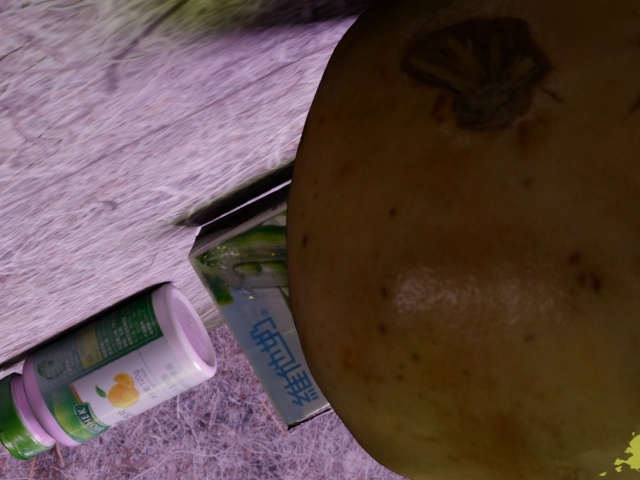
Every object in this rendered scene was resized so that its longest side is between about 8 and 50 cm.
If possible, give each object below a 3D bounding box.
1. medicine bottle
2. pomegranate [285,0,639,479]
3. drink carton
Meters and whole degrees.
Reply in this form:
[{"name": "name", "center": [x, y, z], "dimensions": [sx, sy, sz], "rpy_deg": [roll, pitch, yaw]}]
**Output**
[{"name": "medicine bottle", "center": [-0.276, 0.169, 1.749], "dimensions": [0.274, 0.133, 0.133], "rpy_deg": [-27, 176, 8]}, {"name": "pomegranate", "center": [0.144, -0.005, 0.766], "dimensions": [0.333, 0.332, 0.332], "rpy_deg": [-27, 176, -2]}, {"name": "drink carton", "center": [0.066, 0.008, 1.316], "dimensions": [0.325, 0.194, 0.132], "rpy_deg": [-27, -170, 7]}]
